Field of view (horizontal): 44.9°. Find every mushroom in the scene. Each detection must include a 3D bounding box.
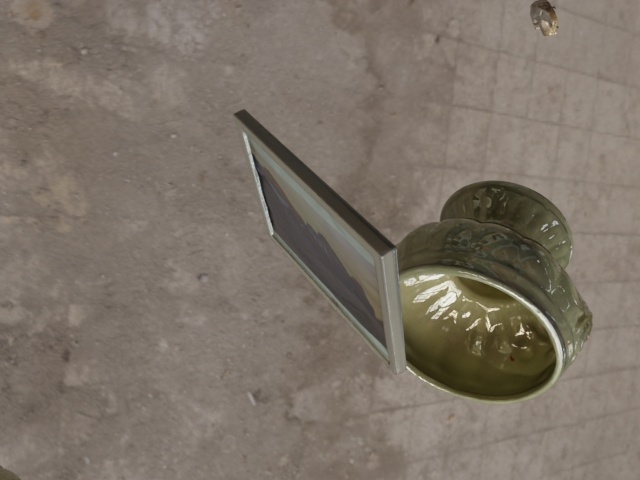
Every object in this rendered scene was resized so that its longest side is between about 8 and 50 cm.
[{"bbox_3d":[0.287,-0.286,0.993,0.019,0.101,0.049,-22,100,9],"label":"mushroom"}]

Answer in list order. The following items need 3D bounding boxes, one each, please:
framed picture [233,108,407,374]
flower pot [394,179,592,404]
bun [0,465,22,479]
[{"bbox_3d":[-0.001,0.000,0.798,0.018,0.265,0.192,-31,138,-17],"label":"framed picture"},{"bbox_3d":[0.250,0.064,1.147,0.307,0.307,0.244,59,43,-30],"label":"flower pot"},{"bbox_3d":[-0.278,0.249,0.570,0.193,0.178,0.128,-44,171,22],"label":"bun"}]
